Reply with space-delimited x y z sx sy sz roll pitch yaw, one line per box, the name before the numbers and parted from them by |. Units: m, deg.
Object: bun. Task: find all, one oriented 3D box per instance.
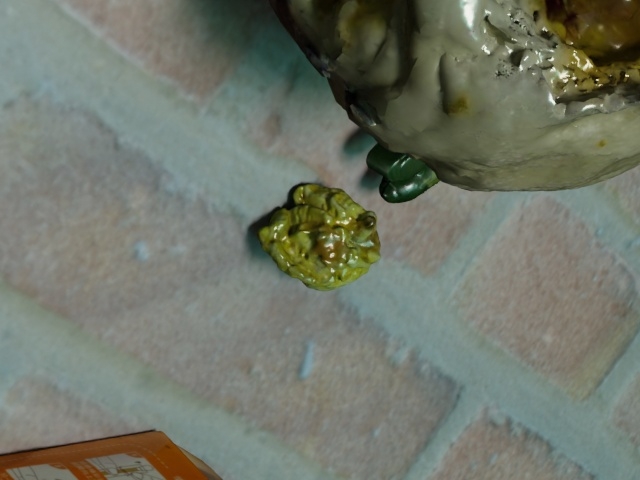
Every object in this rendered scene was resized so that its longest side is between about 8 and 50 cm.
bun | 0.076 -0.150 1.061 0.205 0.281 0.281 -13 128 -29

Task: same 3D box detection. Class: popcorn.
popcorn | 0.001 0.003 1.248 0.083 0.059 0.068 -4 122 -35

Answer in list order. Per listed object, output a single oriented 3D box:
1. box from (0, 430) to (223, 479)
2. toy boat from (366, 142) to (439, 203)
box | -0.207 0.255 1.164 0.341 0.143 0.225 -5 122 -46
toy boat | 0.109 -0.102 1.283 0.210 0.052 0.104 -32 136 -24
